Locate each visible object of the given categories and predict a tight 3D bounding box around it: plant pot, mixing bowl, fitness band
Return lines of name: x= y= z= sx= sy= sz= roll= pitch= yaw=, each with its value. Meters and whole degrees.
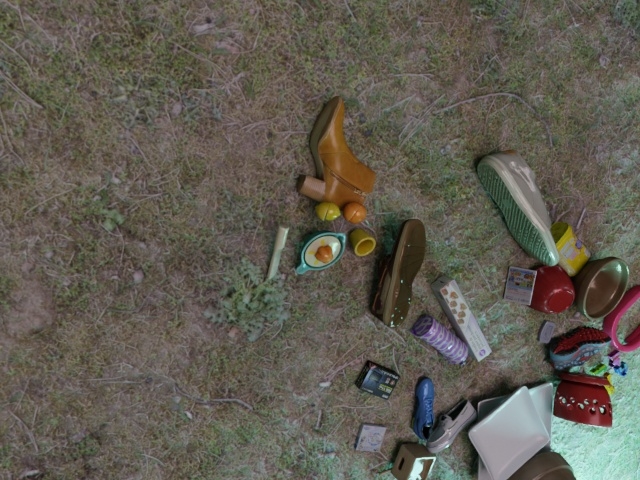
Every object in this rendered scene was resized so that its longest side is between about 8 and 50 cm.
plant pot: x=0.989 y=0.159 z=1.620 sx=0.237 sy=0.109 sz=0.237 roll=-10 pitch=113 yaw=-24
mixing bowl: x=0.808 y=0.187 z=1.556 sx=0.181 sy=0.098 sz=0.182 roll=-2 pitch=114 yaw=-6
plant pot: x=0.859 y=0.993 z=1.618 sx=0.323 sy=0.280 sz=0.323 roll=-11 pitch=120 yaw=-19
fitness band: x=1.249 y=0.309 z=1.782 sx=0.291 sy=0.054 sz=0.209 roll=-42 pitch=107 yaw=-8
plant pot: x=0.972 y=0.584 z=1.661 sx=0.191 sy=0.191 sz=0.174 roll=10 pitch=78 yaw=-20

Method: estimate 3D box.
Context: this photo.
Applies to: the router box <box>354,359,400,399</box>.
router box: x=0.186 y=0.455 z=1.455 sx=0.122 sy=0.038 sz=0.092 roll=27 pitch=92 yaw=-21

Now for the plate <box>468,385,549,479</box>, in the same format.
plate: x=0.668 y=0.692 z=1.599 sx=0.277 sy=0.045 sz=0.278 roll=-33 pitch=107 yaw=-12

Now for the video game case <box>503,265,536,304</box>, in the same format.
video game case: x=0.693 y=0.156 z=1.554 sx=0.087 sy=0.011 sz=0.122 roll=11 pitch=99 yaw=23

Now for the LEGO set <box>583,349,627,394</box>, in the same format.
LEGO set: x=1.133 y=0.544 z=1.766 sx=0.227 sy=0.087 sz=0.093 roll=-30 pitch=108 yaw=-10

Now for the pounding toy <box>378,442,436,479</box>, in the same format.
pounding toy: x=0.297 y=0.773 z=1.534 sx=0.130 sy=0.100 sz=0.141 roll=16 pitch=98 yaw=-35

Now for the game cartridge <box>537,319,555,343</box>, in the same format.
game cartridge: x=0.842 y=0.341 z=1.667 sx=0.056 sy=0.017 sz=0.083 roll=17 pitch=94 yaw=-24

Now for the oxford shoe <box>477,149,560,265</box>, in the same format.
oxford shoe: x=0.672 y=-0.107 z=1.449 sx=0.130 sy=0.169 sz=0.449 roll=-38 pitch=105 yaw=-10

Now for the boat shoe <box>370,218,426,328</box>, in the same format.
boat shoe: x=0.220 y=0.091 z=1.351 sx=0.123 sy=0.123 sz=0.342 roll=-9 pitch=114 yaw=-42

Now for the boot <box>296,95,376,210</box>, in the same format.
boot: x=0.070 y=-0.231 z=1.261 sx=0.211 sy=0.104 sz=0.295 roll=15 pitch=101 yaw=-26

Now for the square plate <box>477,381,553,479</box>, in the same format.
square plate: x=0.719 y=0.718 z=1.671 sx=0.343 sy=0.049 sz=0.347 roll=-6 pitch=100 yaw=-19

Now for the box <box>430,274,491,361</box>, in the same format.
box: x=0.473 y=0.263 z=1.501 sx=0.063 sy=0.067 sz=0.324 roll=-35 pitch=108 yaw=-9

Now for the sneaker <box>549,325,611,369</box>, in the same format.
sneaker: x=0.974 y=0.413 z=1.697 sx=0.261 sy=0.104 sz=0.125 roll=-13 pitch=122 yaw=-12

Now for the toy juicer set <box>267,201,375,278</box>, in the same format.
toy juicer set: x=0.000 y=0.000 z=1.239 sx=0.328 sy=0.089 sz=0.209 roll=-19 pitch=134 yaw=-13

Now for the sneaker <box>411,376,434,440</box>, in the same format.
sneaker: x=0.361 y=0.573 z=1.515 sx=0.069 sy=0.082 sz=0.209 roll=4 pitch=98 yaw=-17

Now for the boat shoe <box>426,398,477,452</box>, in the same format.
boat shoe: x=0.446 y=0.641 z=1.566 sx=0.226 sy=0.083 sz=0.076 roll=-32 pitch=98 yaw=-23

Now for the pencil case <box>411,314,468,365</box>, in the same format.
pencil case: x=0.400 y=0.331 z=1.484 sx=0.206 sy=0.086 sz=0.088 roll=41 pitch=120 yaw=-20

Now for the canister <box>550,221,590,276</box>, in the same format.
canister: x=0.867 y=0.034 z=1.586 sx=0.170 sy=0.073 sz=0.126 roll=40 pitch=87 yaw=-22

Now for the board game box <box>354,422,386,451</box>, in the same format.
board game box: x=0.167 y=0.660 z=1.498 sx=0.090 sy=0.020 sz=0.090 roll=15 pitch=96 yaw=-20
